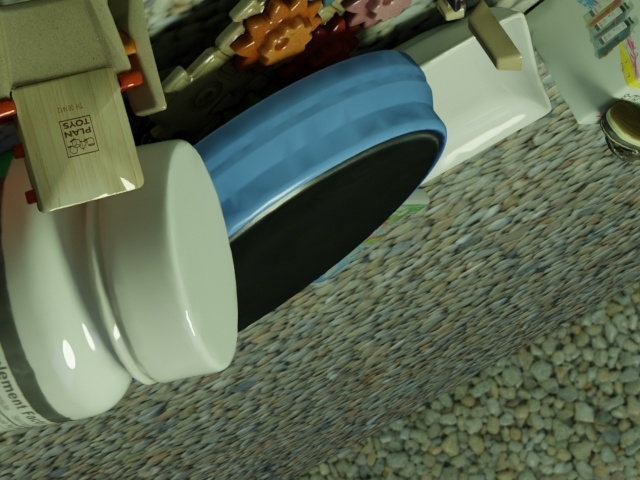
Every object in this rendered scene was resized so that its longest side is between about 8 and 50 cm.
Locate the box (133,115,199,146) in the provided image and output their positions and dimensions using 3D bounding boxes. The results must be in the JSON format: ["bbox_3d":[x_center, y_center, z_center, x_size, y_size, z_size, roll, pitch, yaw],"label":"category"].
[{"bbox_3d":[-0.130,-0.074,1.624,0.052,0.062,0.083,-19,161,-32],"label":"box"}]

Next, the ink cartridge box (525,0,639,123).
[{"bbox_3d":[0.313,-0.209,1.797,0.176,0.127,0.128,-36,162,32],"label":"ink cartridge box"}]

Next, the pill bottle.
[{"bbox_3d":[-0.256,0.042,1.358,0.361,0.204,0.204,-11,166,10],"label":"pill bottle"}]

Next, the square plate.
[{"bbox_3d":[0.057,-0.107,1.832,0.344,0.049,0.347,-28,165,5],"label":"square plate"}]

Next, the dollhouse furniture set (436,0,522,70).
[{"bbox_3d":[0.164,-0.201,1.618,0.081,0.114,0.091,-30,162,-6],"label":"dollhouse furniture set"}]

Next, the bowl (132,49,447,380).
[{"bbox_3d":[-0.054,-0.012,1.604,0.391,0.077,0.391,-35,169,-8],"label":"bowl"}]

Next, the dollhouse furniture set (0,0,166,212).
[{"bbox_3d":[-0.217,-0.080,1.191,0.262,0.135,0.259,-17,-175,-30],"label":"dollhouse furniture set"}]

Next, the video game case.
[{"bbox_3d":[0.000,0.000,2.127,0.193,0.023,0.212,-37,161,31],"label":"video game case"}]

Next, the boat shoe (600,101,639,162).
[{"bbox_3d":[0.302,-0.099,1.789,0.049,0.056,0.152,-38,161,24],"label":"boat shoe"}]

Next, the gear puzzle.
[{"bbox_3d":[-0.050,-0.123,1.501,0.339,0.044,0.175,-44,158,12],"label":"gear puzzle"}]
